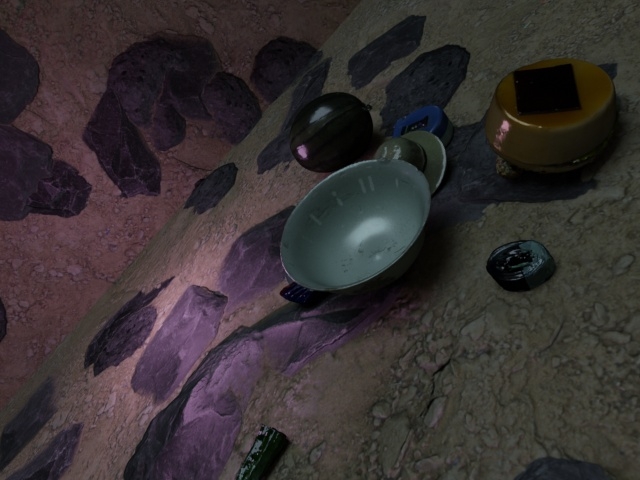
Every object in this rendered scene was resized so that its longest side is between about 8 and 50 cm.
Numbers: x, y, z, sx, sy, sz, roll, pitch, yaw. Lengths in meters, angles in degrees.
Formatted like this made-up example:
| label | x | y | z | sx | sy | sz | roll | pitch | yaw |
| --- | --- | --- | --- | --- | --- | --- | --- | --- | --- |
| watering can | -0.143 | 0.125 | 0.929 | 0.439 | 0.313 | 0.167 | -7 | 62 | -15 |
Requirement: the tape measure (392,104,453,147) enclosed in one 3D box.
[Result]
| label | x | y | z | sx | sy | sz | roll | pitch | yaw |
| --- | --- | --- | --- | --- | --- | --- | --- | --- | --- |
| tape measure | 0.309 | -0.294 | 1.618 | 0.215 | 0.098 | 0.352 | -21 | 41 | 38 |

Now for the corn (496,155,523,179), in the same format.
| label | x | y | z | sx | sy | sz | roll | pitch | yaw |
| --- | --- | --- | --- | --- | --- | --- | --- | --- | --- |
| corn | 0.516 | -0.259 | 1.325 | 0.086 | 0.086 | 0.254 | -10 | 49 | 46 |

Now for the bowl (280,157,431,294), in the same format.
| label | x | y | z | sx | sy | sz | roll | pitch | yaw |
| --- | --- | --- | --- | --- | --- | --- | --- | --- | --- |
| bowl | 0.124 | -0.001 | 1.361 | 0.434 | 0.196 | 0.435 | -20 | 44 | 21 |

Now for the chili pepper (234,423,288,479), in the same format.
| label | x | y | z | sx | sy | sz | roll | pitch | yaw |
| --- | --- | --- | --- | --- | --- | --- | --- | --- | --- |
| chili pepper | -0.160 | 0.564 | 1.210 | 0.088 | 0.059 | 0.227 | 3 | 57 | 47 |

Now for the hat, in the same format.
| label | x | y | z | sx | sy | sz | roll | pitch | yaw |
| --- | --- | --- | --- | --- | --- | --- | --- | --- | --- |
| hat | 0.237 | -0.234 | 1.507 | 0.257 | 0.130 | 0.258 | -17 | 64 | 37 |

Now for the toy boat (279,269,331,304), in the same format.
| label | x | y | z | sx | sy | sz | roll | pitch | yaw |
| --- | --- | --- | --- | --- | --- | --- | --- | --- | --- |
| toy boat | -0.064 | 0.083 | 1.588 | 0.219 | 0.072 | 0.318 | -48 | 46 | -10 |

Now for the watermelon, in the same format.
| label | x | y | z | sx | sy | sz | roll | pitch | yaw |
| --- | --- | --- | --- | --- | --- | --- | --- | --- | --- |
| watermelon | 0.048 | -0.413 | 1.905 | 0.359 | 0.279 | 0.279 | -34 | 32 | 23 |

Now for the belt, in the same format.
| label | x | y | z | sx | sy | sz | roll | pitch | yaw |
| --- | --- | --- | --- | --- | --- | --- | --- | --- | --- |
| belt | 0.428 | 0.053 | 1.080 | 0.139 | 0.058 | 0.105 | -18 | 44 | 39 |

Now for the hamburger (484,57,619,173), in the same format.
| label | x | y | z | sx | sy | sz | roll | pitch | yaw |
| --- | --- | --- | --- | --- | --- | --- | --- | --- | --- |
| hamburger | 0.542 | -0.286 | 1.183 | 0.299 | 0.176 | 0.301 | -9 | 53 | 11 |
